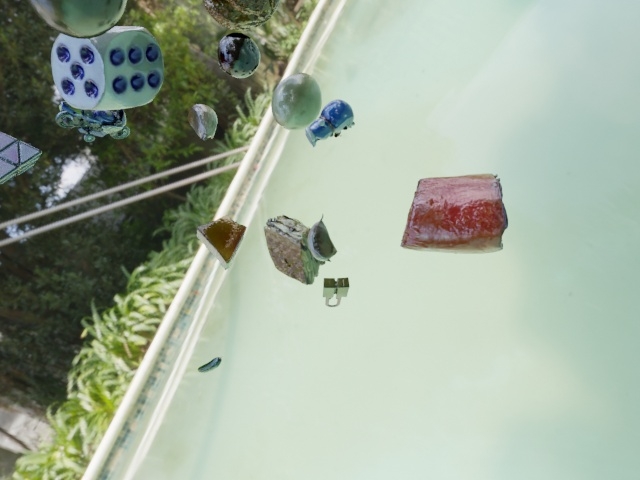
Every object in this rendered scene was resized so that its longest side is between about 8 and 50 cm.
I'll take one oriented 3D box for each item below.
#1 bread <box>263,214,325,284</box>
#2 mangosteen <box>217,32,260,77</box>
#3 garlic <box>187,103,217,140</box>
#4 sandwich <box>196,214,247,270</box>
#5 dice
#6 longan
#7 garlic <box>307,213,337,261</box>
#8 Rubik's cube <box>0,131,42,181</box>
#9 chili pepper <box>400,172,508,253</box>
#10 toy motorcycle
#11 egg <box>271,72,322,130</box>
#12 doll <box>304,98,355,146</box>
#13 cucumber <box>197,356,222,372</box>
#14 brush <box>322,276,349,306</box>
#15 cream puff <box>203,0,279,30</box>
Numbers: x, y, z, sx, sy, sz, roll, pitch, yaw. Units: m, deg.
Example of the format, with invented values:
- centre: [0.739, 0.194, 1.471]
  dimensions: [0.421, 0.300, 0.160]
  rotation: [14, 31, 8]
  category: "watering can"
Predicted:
- centre: [-0.112, 0.032, 2.483]
  dimensions: [0.167, 0.278, 0.324]
  rotation: [-41, -41, -33]
  category: "bread"
- centre: [-0.280, -0.614, 1.766]
  dimensions: [0.152, 0.153, 0.152]
  rotation: [-54, 16, 23]
  category: "mangosteen"
- centre: [-0.448, -0.464, 2.028]
  dimensions: [0.195, 0.087, 0.101]
  rotation: [51, 123, 39]
  category: "garlic"
- centre: [-0.332, -0.001, 1.916]
  dimensions: [0.162, 0.193, 0.058]
  rotation: [-27, -29, -33]
  category: "sandwich"
- centre: [-0.687, -0.564, 1.713]
  dimensions: [0.259, 0.251, 0.243]
  rotation: [-35, -48, -54]
  category: "dice"
- centre: [-0.606, -0.631, 1.319]
  dimensions: [0.248, 0.248, 0.248]
  rotation: [-54, 16, 23]
  category: "longan"
- centre: [-0.005, 0.002, 1.680]
  dimensions: [0.084, 0.152, 0.066]
  rotation: [-24, -1, -28]
  category: "garlic"
- centre: [-0.924, -0.216, 1.468]
  dimensions: [0.211, 0.190, 0.178]
  rotation: [-16, 41, 56]
  category: "Rubik's cube"
- centre: [0.395, -0.084, 1.577]
  dimensions: [0.229, 0.306, 0.251]
  rotation: [48, -134, -72]
  category: "chili pepper"
- centre: [-0.900, -0.488, 2.131]
  dimensions: [0.169, 0.315, 0.113]
  rotation: [-34, 66, 34]
  category: "toy motorcycle"
- centre: [-0.088, -0.536, 2.021]
  dimensions: [0.188, 0.189, 0.253]
  rotation: [-37, 31, 56]
  category: "egg"
- centre: [0.044, -0.542, 2.458]
  dimensions: [0.257, 0.161, 0.215]
  rotation: [-41, 0, -5]
  category: "doll"
- centre: [-0.429, 0.490, 2.060]
  dimensions: [0.168, 0.039, 0.039]
  rotation: [-32, 29, 34]
  category: "cucumber"
- centre: [0.056, 0.220, 2.155]
  dimensions: [0.233, 0.103, 0.047]
  rotation: [96, 172, -60]
  category: "brush"
- centre: [-0.269, -0.859, 1.826]
  dimensions: [0.303, 0.303, 0.212]
  rotation: [-39, 56, 54]
  category: "cream puff"
